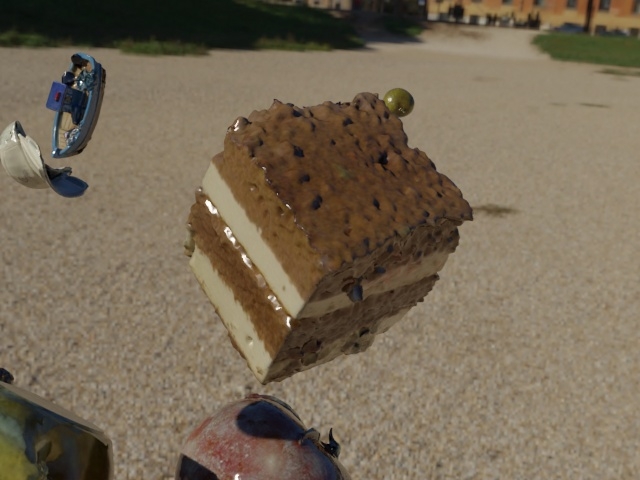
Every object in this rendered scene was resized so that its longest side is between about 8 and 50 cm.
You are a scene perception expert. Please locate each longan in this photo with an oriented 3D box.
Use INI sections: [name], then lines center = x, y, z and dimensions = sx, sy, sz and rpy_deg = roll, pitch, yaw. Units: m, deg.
[longan]
center = 0.184, -0.319, 1.964
dimensions = 0.075, 0.075, 0.083
rpy_deg = 2, 35, -11

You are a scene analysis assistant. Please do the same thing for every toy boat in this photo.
[toy boat]
center = -0.512, -0.275, 1.728
dimensions = 0.100, 0.223, 0.097
rpy_deg = 21, 7, 33

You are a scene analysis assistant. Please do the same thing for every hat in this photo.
[hat]
center = -0.688, -0.160, 2.039
dimensions = 0.164, 0.219, 0.226
rpy_deg = -32, 50, 8

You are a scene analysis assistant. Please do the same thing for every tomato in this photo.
[tomato]
center = -0.082, 0.408, 1.369
dimensions = 0.282, 0.317, 0.316
rpy_deg = -42, 31, -11

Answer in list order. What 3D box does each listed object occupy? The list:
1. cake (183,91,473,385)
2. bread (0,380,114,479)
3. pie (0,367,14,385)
[cake]
center = 0.000, 0.000, 1.093
dimensions = 0.255, 0.290, 0.282
rpy_deg = -15, 54, -33
[bread]
center = -0.442, 0.317, 1.114
dimensions = 0.239, 0.264, 0.395
rpy_deg = 37, -12, 13
[pie]
center = -0.913, 0.289, 1.751
dimensions = 0.418, 0.180, 0.395
rpy_deg = 17, 7, 28
